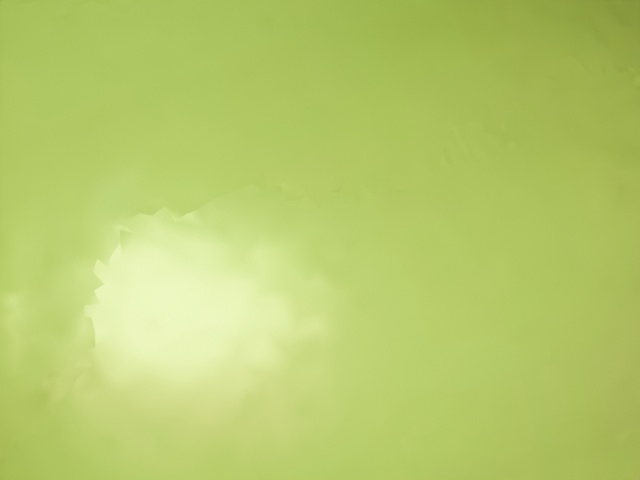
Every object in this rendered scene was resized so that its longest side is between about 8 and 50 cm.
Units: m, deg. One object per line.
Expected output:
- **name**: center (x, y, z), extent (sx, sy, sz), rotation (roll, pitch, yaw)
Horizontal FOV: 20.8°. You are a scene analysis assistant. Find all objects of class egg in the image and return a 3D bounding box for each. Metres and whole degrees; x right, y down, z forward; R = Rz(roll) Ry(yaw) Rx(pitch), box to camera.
- **egg**: center (0.000, 0.000, 0.552), extent (0.345, 0.283, 0.283), rotation (0, 116, 8)
